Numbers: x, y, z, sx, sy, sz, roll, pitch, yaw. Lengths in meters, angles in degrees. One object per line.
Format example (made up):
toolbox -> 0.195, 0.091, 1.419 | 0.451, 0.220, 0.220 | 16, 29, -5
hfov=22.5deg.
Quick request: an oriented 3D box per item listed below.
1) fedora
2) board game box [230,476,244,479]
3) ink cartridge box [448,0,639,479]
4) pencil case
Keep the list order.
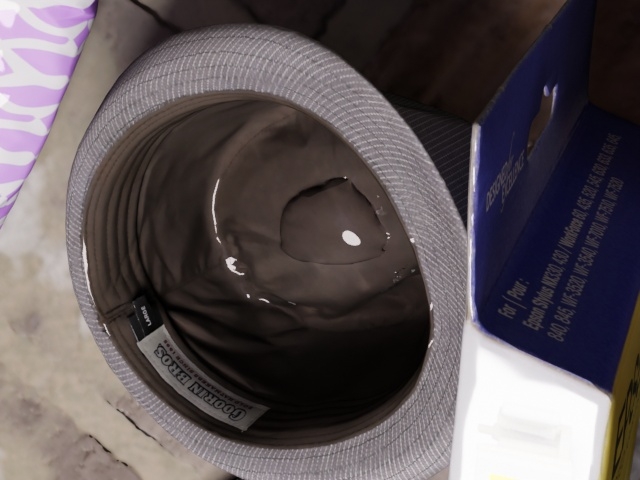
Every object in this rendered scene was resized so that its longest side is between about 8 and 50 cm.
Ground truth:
fedora -> 0.000, 0.000, 0.808 | 0.275, 0.124, 0.244 | -26, 93, 44
board game box -> -0.050, 0.215, 0.966 | 0.186, 0.026, 0.126 | -33, 94, 27
ink cartridge box -> 0.108, 0.061, 0.695 | 0.072, 0.303, 0.307 | 12, 113, 13
pencil case -> -0.188, -0.082, 0.885 | 0.086, 0.088, 0.206 | 32, 117, 11
